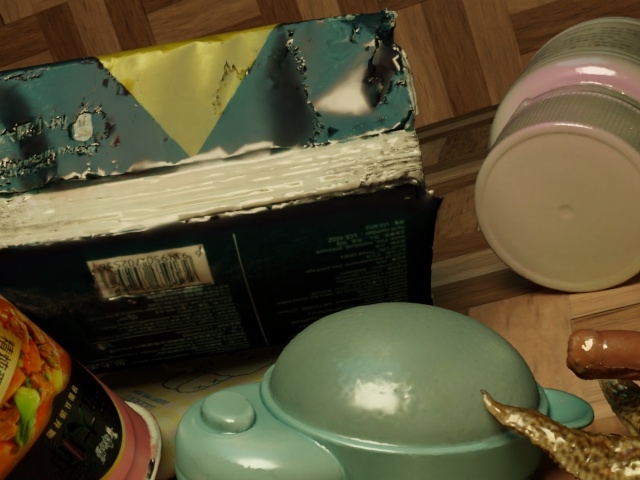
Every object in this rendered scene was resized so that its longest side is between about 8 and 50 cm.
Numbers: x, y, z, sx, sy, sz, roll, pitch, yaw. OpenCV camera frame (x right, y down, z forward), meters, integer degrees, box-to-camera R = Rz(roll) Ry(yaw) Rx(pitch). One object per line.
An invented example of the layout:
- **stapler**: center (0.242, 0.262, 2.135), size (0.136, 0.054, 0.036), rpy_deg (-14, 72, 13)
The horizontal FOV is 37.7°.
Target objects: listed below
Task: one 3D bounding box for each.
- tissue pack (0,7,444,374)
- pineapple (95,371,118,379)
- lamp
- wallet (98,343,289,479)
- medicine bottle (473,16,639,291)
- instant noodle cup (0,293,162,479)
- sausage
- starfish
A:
- **tissue pack**: center (-0.101, -0.036, 0.919), size (0.416, 0.253, 0.264), rpy_deg (-9, -32, 3)
- **pineapple**: center (-0.207, 0.124, 1.122), size (0.224, 0.076, 0.225), rpy_deg (-34, -15, -11)
- **lamp**: center (0.035, 0.129, 0.680), size (0.283, 0.147, 0.209), rpy_deg (-24, 20, -16)
- **wallet**: center (-0.104, 0.148, 0.985), size (0.309, 0.077, 0.223), rpy_deg (-24, 16, -32)
- **medicine bottle**: center (0.312, -0.101, 1.067), size (0.241, 0.241, 0.302), rpy_deg (-11, 23, 34)
- **instant noodle cup**: center (-0.291, 0.140, 0.742), size (0.243, 0.255, 0.244), rpy_deg (-25, 30, 15)
- **sausage**: center (0.240, 0.079, 0.610), size (0.157, 0.036, 0.042), rpy_deg (5, 18, -1)
- **starfish**: center (0.238, 0.127, 0.559), size (0.277, 0.062, 0.235), rpy_deg (5, 18, 32)
